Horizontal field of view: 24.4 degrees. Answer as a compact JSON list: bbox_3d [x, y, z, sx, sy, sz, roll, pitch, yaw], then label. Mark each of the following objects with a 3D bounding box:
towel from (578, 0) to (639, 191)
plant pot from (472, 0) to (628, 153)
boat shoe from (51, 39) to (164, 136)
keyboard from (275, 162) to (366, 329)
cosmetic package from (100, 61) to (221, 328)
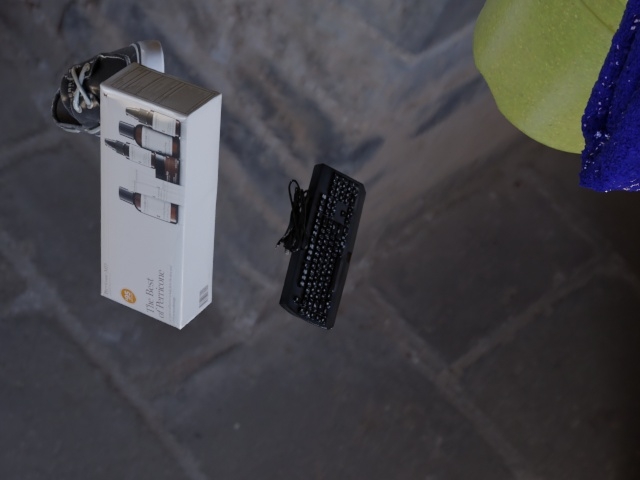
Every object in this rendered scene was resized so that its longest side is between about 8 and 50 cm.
[{"bbox_3d":[0.324,-0.100,0.874,0.308,0.227,0.076,-2,54,-8],"label":"towel"},{"bbox_3d":[0.260,-0.205,1.240,0.276,0.254,0.276,9,63,-18],"label":"plant pot"},{"bbox_3d":[-0.273,-0.186,1.857,0.102,0.301,0.108,1,87,-22],"label":"boat shoe"},{"bbox_3d":[0.000,0.000,1.718,0.100,0.038,0.192,23,65,-22],"label":"keyboard"},{"bbox_3d":[-0.153,-0.038,1.388,0.099,0.239,0.060,22,38,23],"label":"cosmetic package"}]
